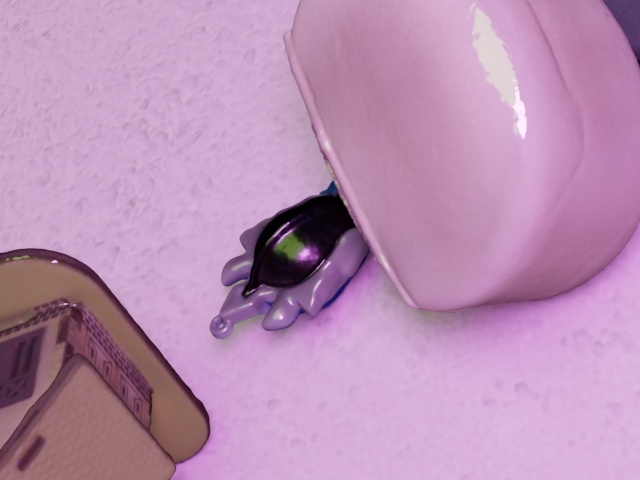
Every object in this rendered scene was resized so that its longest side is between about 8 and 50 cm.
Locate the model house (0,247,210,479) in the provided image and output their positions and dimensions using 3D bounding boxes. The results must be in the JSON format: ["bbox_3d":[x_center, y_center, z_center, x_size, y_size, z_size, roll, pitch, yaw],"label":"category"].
[{"bbox_3d":[-0.199,0.180,0.892,0.205,0.218,0.278,-19,39,19],"label":"model house"}]

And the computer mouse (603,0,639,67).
[{"bbox_3d":[0.181,-0.177,1.009,0.379,0.090,0.167,-3,76,39],"label":"computer mouse"}]

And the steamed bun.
[{"bbox_3d":[0.096,-0.086,0.918,0.164,0.146,0.241,-40,66,42],"label":"steamed bun"}]

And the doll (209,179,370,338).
[{"bbox_3d":[0.000,0.000,1.020,0.195,0.070,0.096,-39,47,-7],"label":"doll"}]
